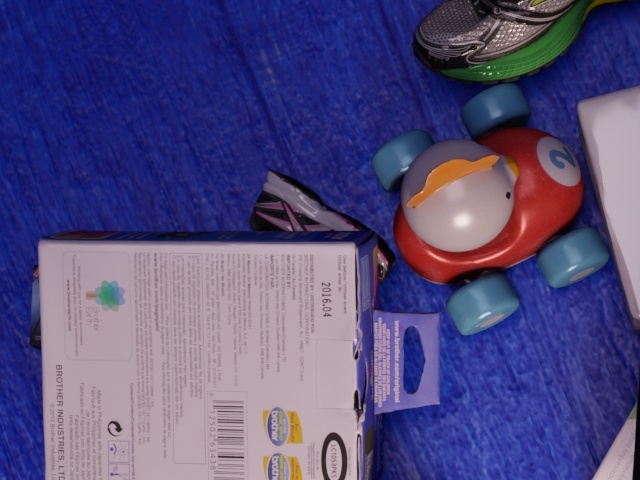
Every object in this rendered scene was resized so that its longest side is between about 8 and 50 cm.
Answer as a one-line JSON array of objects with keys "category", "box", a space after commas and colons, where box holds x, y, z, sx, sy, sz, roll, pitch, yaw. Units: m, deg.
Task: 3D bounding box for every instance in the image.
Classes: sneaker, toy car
[{"category": "sneaker", "box": [0.000, 0.000, 1.864, 0.178, 0.072, 0.077, 35, 99, 23]}, {"category": "sneaker", "box": [0.239, -0.295, 1.815, 0.343, 0.146, 0.134, -34, 50, 0]}, {"category": "toy car", "box": [0.163, -0.050, 1.746, 0.210, 0.238, 0.219, -27, 75, 4]}]

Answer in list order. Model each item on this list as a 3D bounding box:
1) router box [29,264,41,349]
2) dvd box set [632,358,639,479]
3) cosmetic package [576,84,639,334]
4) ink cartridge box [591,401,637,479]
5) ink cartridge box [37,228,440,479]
[{"category": "router box", "box": [-0.258, 0.074, 1.905, 0.122, 0.038, 0.092, -1, 79, 11]}, {"category": "dvd box set", "box": [0.501, 0.177, 1.583, 0.420, 0.062, 0.308, 5, 86, -2]}, {"category": "cosmetic package", "box": [0.505, -0.076, 1.724, 0.453, 0.161, 0.230, -15, 78, 8]}, {"category": "ink cartridge box", "box": [0.459, 0.262, 1.687, 0.353, 0.119, 0.207, 30, 85, 14]}, {"category": "ink cartridge box", "box": [-0.078, 0.125, 1.770, 0.395, 0.151, 0.270, 1, 96, 12]}]
